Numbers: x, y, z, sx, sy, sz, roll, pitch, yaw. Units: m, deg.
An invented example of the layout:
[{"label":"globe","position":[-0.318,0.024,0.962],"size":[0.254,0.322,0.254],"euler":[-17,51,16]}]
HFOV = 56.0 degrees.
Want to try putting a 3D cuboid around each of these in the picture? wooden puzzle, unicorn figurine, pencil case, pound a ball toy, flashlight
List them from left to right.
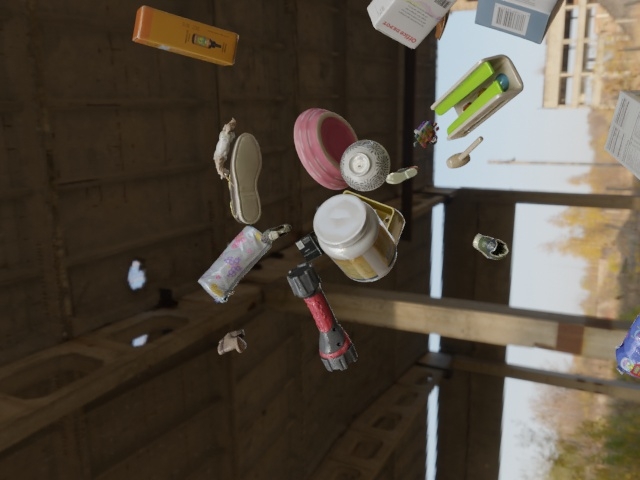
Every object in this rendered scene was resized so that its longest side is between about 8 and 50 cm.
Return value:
[{"label":"unicorn figurine","position":[-0.253,-0.235,1.582],"size":[0.111,0.060,0.161],"euler":[-103,14,-66]},{"label":"pencil case","position":[-0.284,0.078,2.010],"size":[0.273,0.124,0.113],"euler":[-52,-48,-17]},{"label":"flashlight","position":[0.000,0.212,1.651],"size":[0.103,0.103,0.304],"euler":[-34,-69,-24]},{"label":"wooden puzzle","position":[0.263,-0.264,1.499],"size":[0.083,0.006,0.049],"euler":[-50,-47,0]},{"label":"pound a ball toy","position":[0.475,-0.378,1.805],"size":[0.136,0.319,0.208],"euler":[-19,-101,-27]},{"label":"pencil case","position":[0.964,0.259,1.742],"size":[0.119,0.133,0.306],"euler":[-24,-46,-46]}]

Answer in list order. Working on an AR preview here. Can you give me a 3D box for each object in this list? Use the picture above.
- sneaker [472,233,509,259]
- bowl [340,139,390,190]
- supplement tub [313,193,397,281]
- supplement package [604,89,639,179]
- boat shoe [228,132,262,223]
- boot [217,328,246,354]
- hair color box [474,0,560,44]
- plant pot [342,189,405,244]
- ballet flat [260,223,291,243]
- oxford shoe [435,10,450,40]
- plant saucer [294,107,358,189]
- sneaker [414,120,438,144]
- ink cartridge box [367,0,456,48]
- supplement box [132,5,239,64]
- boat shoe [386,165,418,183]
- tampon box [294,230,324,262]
[{"label":"sneaker","position":[0.582,0.033,1.977],"size":[0.192,0.086,0.064],"euler":[21,-88,-45]},{"label":"bowl","position":[0.135,-0.244,1.945],"size":[0.080,0.170,0.170],"euler":[-12,-74,-71]},{"label":"supplement tub","position":[0.079,-0.004,1.360],"size":[0.199,0.145,0.144],"euler":[48,-128,-54]},{"label":"supplement package","position":[1.012,-0.306,1.766],"size":[0.262,0.200,0.198],"euler":[-101,9,-56]},{"label":"boat shoe","position":[-0.278,-0.221,2.175],"size":[0.117,0.097,0.324],"euler":[-5,-86,-33]},{"label":"boot","position":[-0.265,0.312,1.779],"size":[0.042,0.087,0.118],"euler":[54,-169,-21]},{"label":"hair color box","position":[0.569,-0.706,1.569],"size":[0.374,0.185,0.113],"euler":[-59,-18,-18]},{"label":"plant pot","position":[0.181,-0.039,2.141],"size":[0.187,0.212,0.212],"euler":[6,-74,-57]},{"label":"ballet flat","position":[-0.134,-0.024,1.849],"size":[0.114,0.041,0.041],"euler":[-28,-58,-37]},{"label":"oxford shoe","position":[0.461,-0.877,2.330],"size":[0.212,0.076,0.076],"euler":[88,-160,-50]},{"label":"plant saucer","position":[0.044,-0.360,2.298],"size":[0.332,0.084,0.331],"euler":[23,-124,-40]},{"label":"sneaker","position":[0.391,-0.402,2.202],"size":[0.071,0.068,0.170],"euler":[-58,20,17]},{"label":"ink cartridge box","position":[0.323,-0.818,2.030],"size":[0.202,0.278,0.117],"euler":[16,-135,-34]},{"label":"supplement box","position":[-0.318,-0.482,1.431],"size":[0.234,0.080,0.078],"euler":[9,-85,-26]},{"label":"boat shoe","position":[0.329,-0.266,2.427],"size":[0.049,0.137,0.043],"euler":[63,-154,-18]},{"label":"tampon box","position":[0.000,0.000,2.522],"size":[0.161,0.120,0.101],"euler":[-34,-88,-39]}]
